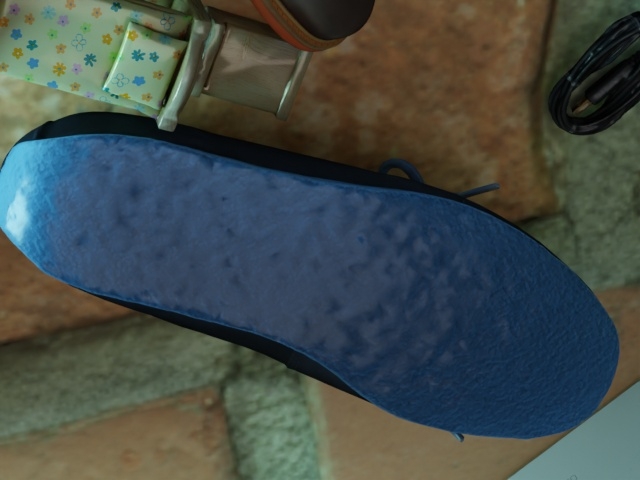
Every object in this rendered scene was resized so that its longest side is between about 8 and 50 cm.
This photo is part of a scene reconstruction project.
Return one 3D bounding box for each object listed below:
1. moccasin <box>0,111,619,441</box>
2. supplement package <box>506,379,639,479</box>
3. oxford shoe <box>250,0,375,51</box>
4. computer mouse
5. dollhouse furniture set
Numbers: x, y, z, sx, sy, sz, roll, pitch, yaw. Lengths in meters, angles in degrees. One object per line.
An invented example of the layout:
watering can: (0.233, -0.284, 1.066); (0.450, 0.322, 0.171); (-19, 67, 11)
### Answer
moccasin: (0.000, 0.000, 0.922); (0.342, 0.117, 0.138); (24, 97, -18)
supplement package: (0.179, 0.235, 1.024); (0.262, 0.204, 0.145); (-38, 118, 6)
oxford shoe: (-0.002, -0.212, 0.804); (0.097, 0.098, 0.271); (-42, 130, -43)
computer mouse: (0.224, -0.140, 0.952); (0.242, 0.041, 0.071); (-33, 135, 10)
dollhouse furniture set: (-0.068, -0.143, 0.838); (0.182, 0.101, 0.161); (14, 112, -19)
